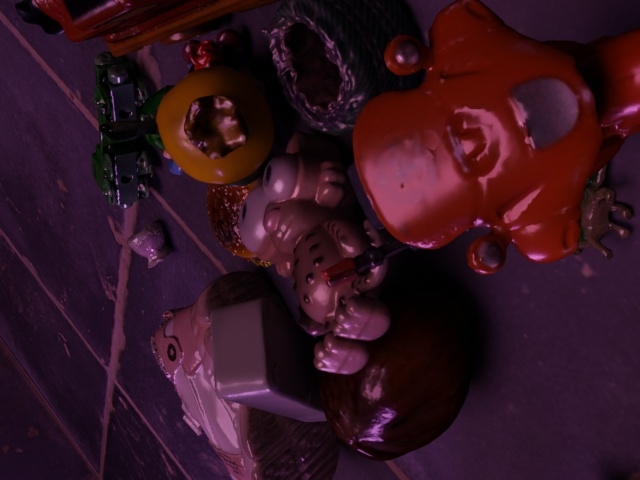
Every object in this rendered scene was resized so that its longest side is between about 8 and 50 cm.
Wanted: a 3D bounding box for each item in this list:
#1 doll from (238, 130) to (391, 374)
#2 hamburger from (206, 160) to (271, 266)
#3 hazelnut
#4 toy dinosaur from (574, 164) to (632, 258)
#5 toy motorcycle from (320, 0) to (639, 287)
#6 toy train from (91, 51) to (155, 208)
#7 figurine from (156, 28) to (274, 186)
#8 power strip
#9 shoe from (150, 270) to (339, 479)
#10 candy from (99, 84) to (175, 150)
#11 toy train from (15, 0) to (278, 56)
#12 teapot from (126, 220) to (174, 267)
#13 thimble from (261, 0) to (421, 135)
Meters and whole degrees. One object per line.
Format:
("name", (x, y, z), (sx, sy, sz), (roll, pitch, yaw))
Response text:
("doll", (-0.001, 0.002, 0.715), (0.154, 0.119, 0.278), (-68, 28, 24))
("hamburger", (-0.091, -0.035, 0.897), (0.126, 0.081, 0.141), (22, 130, 41))
("hazelnut", (0.071, 0.135, 0.750), (0.178, 0.178, 0.204), (53, 142, 8))
("toy dinosaur", (0.216, -0.034, 0.571), (0.060, 0.029, 0.120), (28, 136, 53))
("toy motorcycle", (0.104, -0.061, 0.470), (0.148, 0.221, 0.325), (68, 162, 0))
("toy train", (-0.309, -0.165, 1.078), (0.119, 0.085, 0.251), (52, 144, 37))
("figurine", (-0.106, -0.145, 0.726), (0.127, 0.234, 0.185), (-5, 89, 8))
("power strip", (-0.033, 0.153, 0.814), (0.385, 0.062, 0.091), (56, -154, -68))
("shoe", (-0.110, 0.227, 1.033), (0.198, 0.171, 0.351), (-21, 87, 45))
("candy", (-0.188, -0.131, 0.803), (0.323, 0.097, 0.097), (-79, -34, -78))
("toy train", (-0.164, -0.276, 0.680), (0.369, 0.231, 0.163), (2, 114, 49))
("teapot", (-0.283, 0.007, 1.193), (0.064, 0.064, 0.083), (57, 178, -10))
("thimble", (0.020, -0.170, 0.652), (0.118, 0.090, 0.135), (-26, 94, 57))
